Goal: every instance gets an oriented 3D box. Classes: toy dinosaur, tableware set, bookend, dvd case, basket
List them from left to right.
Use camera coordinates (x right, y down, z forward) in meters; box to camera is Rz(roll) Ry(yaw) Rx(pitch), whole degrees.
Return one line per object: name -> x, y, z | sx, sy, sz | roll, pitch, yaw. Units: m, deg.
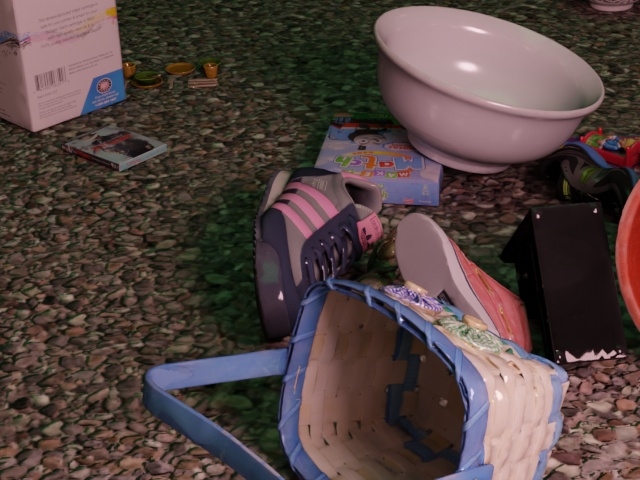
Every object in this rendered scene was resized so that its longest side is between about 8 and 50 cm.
dvd case -> -0.280, -0.127, 1.852 | 0.119, 0.013, 0.087 | 20, 34, 37
tableware set -> -0.229, -0.261, 2.098 | 0.154, 0.024, 0.104 | -3, 27, 0
basket -> 0.033, 0.142, 1.105 | 0.289, 0.201, 0.255 | -12, 28, -39
toy dinosaur -> 0.059, 0.077, 1.393 | 0.118, 0.064, 0.268 | 9, 34, 27
bookend -> 0.240, 0.061, 1.369 | 0.072, 0.156, 0.157 | -5, -17, -6

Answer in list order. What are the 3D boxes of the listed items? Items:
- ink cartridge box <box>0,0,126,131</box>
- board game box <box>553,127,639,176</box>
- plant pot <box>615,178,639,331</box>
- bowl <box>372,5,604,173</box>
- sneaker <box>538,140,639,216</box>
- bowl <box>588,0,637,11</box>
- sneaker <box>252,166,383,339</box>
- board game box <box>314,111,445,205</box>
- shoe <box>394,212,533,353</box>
ink cartridge box -> -0.406, -0.306, 1.969 | 0.171, 0.232, 0.168 | -25, 35, -38
board game box -> 0.389, -0.124, 1.780 | 0.169, 0.033, 0.133 | -1, 28, 2
plant pot -> 0.457, -0.015, 1.346 | 0.272, 0.272, 0.265 | 11, 22, 23
bowl -> 0.193, -0.175, 1.719 | 0.298, 0.134, 0.298 | 12, 29, -7
sneaker -> 0.327, -0.062, 1.643 | 0.078, 0.067, 0.188 | -24, 30, -13
bowl -> 0.497, -0.439, 2.331 | 0.170, 0.080, 0.170 | -1, 27, 1
sneaker -> 0.000, 0.000, 1.481 | 0.131, 0.112, 0.319 | -2, 28, 6
board game box -> 0.081, -0.108, 1.763 | 0.160, 0.039, 0.211 | 3, 29, 8
shoe -> 0.143, 0.050, 1.362 | 0.081, 0.063, 0.178 | 6, 45, -47
